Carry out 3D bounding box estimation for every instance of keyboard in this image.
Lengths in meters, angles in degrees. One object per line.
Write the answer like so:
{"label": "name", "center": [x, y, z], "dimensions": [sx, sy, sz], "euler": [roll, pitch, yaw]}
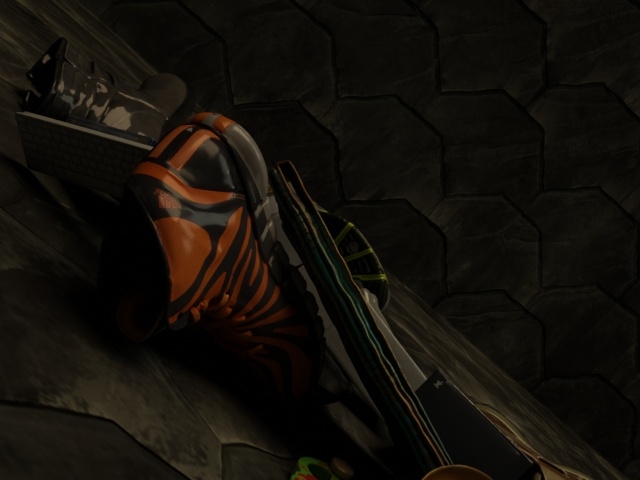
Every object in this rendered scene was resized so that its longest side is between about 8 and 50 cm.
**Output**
{"label": "keyboard", "center": [-0.200, -0.071, 0.954], "dimensions": [0.256, 0.072, 0.014], "euler": [17, 37, 20]}

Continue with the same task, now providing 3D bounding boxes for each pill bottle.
{"label": "pill bottle", "center": [-0.060, -0.020, 1.311], "dimensions": [0.103, 0.103, 0.184], "euler": [40, 2, -17]}

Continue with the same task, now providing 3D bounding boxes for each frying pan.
{"label": "frying pan", "center": [-0.081, 0.078, 1.125], "dimensions": [0.326, 0.053, 0.197], "euler": [47, 7, 27]}

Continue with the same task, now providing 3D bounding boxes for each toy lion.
{"label": "toy lion", "center": [0.004, 0.221, 0.809], "dimensions": [0.096, 0.034, 0.100], "euler": [28, 13, -37]}

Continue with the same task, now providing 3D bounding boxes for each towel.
{"label": "towel", "center": [0.042, 0.113, 0.978], "dimensions": [0.370, 0.040, 0.271], "euler": [62, -5, 11]}

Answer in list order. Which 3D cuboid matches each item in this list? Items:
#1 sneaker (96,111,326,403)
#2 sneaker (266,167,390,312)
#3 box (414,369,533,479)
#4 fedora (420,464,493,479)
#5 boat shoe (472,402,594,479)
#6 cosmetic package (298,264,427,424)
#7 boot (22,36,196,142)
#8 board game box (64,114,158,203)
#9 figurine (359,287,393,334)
{"label": "sneaker", "center": [-0.107, 0.059, 0.864], "dimensions": [0.125, 0.180, 0.321], "euler": [2, -55, 35]}
{"label": "sneaker", "center": [0.000, 0.000, 1.818], "dimensions": [0.384, 0.145, 0.147], "euler": [46, 7, 22]}
{"label": "box", "center": [0.172, 0.259, 1.149], "dimensions": [0.156, 0.093, 0.158], "euler": [44, -9, 26]}
{"label": "fedora", "center": [0.141, 0.264, 0.743], "dimensions": [0.194, 0.079, 0.194], "euler": [27, 50, -39]}
{"label": "boat shoe", "center": [0.306, 0.367, 1.361], "dimensions": [0.324, 0.122, 0.120], "euler": [35, 10, 12]}
{"label": "cosmetic package", "center": [0.045, 0.125, 1.249], "dimensions": [0.231, 0.085, 0.117], "euler": [54, -3, 1]}
{"label": "boot", "center": [-0.300, -0.218, 1.366], "dimensions": [0.223, 0.118, 0.338], "euler": [39, 16, -24]}
{"label": "board game box", "center": [-0.220, -0.075, 1.108], "dimensions": [0.194, 0.060, 0.194], "euler": [24, -12, 34]}
{"label": "figurine", "center": [0.062, 0.156, 1.443], "dimensions": [0.215, 0.092, 0.209], "euler": [36, 16, -50]}
